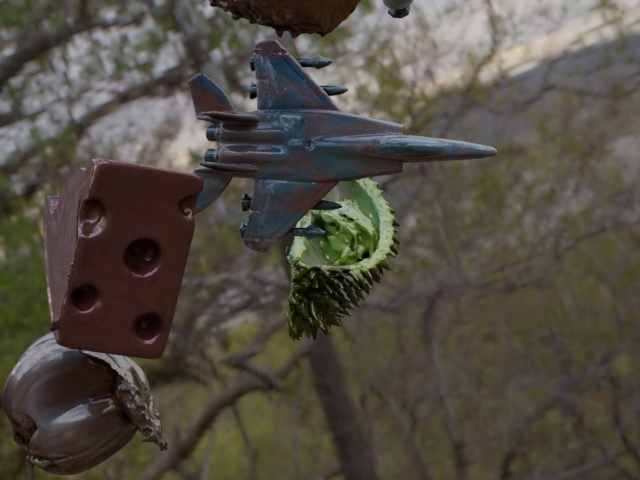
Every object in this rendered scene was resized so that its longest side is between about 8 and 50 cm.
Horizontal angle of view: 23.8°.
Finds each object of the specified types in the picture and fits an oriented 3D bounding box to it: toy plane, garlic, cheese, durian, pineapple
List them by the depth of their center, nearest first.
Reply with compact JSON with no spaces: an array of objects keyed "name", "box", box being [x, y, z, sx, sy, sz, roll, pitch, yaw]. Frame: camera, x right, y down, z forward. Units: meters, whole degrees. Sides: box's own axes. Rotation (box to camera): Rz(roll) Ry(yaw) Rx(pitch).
[{"name":"pineapple","box":[-0.092,-0.283,1.418,0.279,0.157,0.158,18,21,31]},{"name":"toy plane","box":[0.018,-0.095,1.577,0.326,0.222,0.104,3,-3,4]},{"name":"cheese","box":[-0.222,-0.005,1.578,0.128,0.202,0.177,7,16,-25]},{"name":"garlic","box":[-0.272,0.234,1.814,0.207,0.256,0.207,5,3,0]},{"name":"durian","box":[0.005,0.008,2.088,0.157,0.169,0.355,-31,24,28]}]

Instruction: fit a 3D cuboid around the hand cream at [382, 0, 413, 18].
[{"name":"hand cream","box":[0.095,-0.367,1.955,0.067,0.042,0.194,-28,-38,-16]}]
